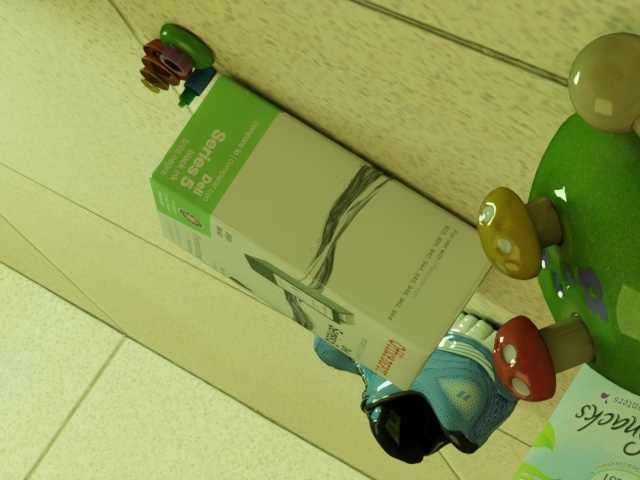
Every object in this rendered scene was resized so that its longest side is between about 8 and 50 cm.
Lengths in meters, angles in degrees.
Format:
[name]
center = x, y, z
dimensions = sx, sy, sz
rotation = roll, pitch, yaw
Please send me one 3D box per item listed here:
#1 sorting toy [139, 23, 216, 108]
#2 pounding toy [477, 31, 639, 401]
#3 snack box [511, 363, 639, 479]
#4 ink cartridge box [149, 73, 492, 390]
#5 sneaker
[sorting toy]
center = -0.122, -0.140, 1.261
dimensions = 0.061, 0.042, 0.102
rotation = 37, 166, -13
[pounding toy]
center = 0.145, 0.012, 0.849
dimensions = 0.237, 0.110, 0.183
rotation = 97, 152, -68
[snack box]
center = 0.239, 0.114, 0.950
dimensions = 0.070, 0.207, 0.174
rotation = 42, 164, -33
[ink cartridge box]
center = 0.000, 0.000, 1.311
dimensions = 0.273, 0.114, 0.198
rotation = 32, 167, 6
[sneaker]
center = 0.077, 0.138, 1.557
dimensions = 0.130, 0.147, 0.330
rotation = 40, 166, -26
